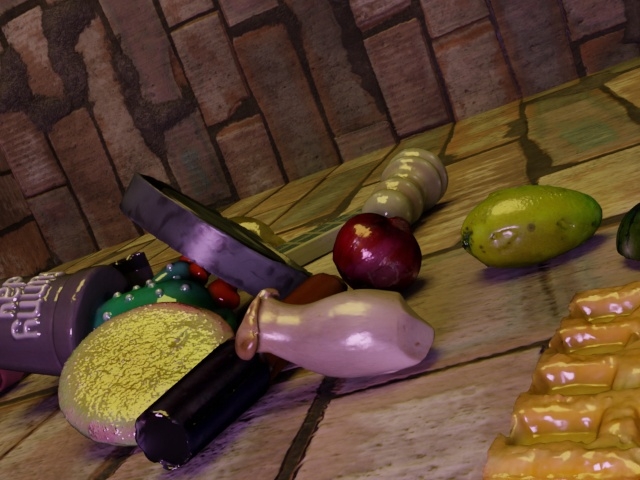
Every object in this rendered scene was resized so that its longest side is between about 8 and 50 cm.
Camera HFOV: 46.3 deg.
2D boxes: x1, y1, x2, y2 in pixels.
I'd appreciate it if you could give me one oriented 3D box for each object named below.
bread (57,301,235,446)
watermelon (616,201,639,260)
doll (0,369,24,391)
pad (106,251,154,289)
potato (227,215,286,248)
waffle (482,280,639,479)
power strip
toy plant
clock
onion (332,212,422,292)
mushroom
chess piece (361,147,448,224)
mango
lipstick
[{"bbox_3d":[-0.212,0.151,0.920,0.228,0.033,0.228,-6,36,5],"label":"bread"},{"bbox_3d":[0.370,-0.017,0.806,0.105,0.062,0.105,-19,15,5],"label":"watermelon"},{"bbox_3d":[-0.644,0.218,1.420,0.196,0.152,0.256,-33,13,10],"label":"doll"},{"bbox_3d":[-0.389,0.132,1.313,0.233,0.174,0.022,-22,30,-11],"label":"pad"},{"bbox_3d":[-0.161,0.003,1.574,0.149,0.120,0.081,-25,6,34],"label":"potato"},{"bbox_3d":[0.231,0.099,0.507,0.168,0.057,0.274,-14,13,35],"label":"waffle"},{"bbox_3d":[0.000,0.000,1.526,0.367,0.043,0.106,-26,12,-26],"label":"power strip"},{"bbox_3d":[-0.311,0.129,1.129,0.400,0.185,0.279,-2,7,14],"label":"toy plant"},{"bbox_3d":[-0.163,-0.001,1.178,0.067,0.325,0.325,-59,12,1],"label":"clock"},{"bbox_3d":[0.080,0.019,1.047,0.131,0.131,0.131,-21,10,4],"label":"onion"},{"bbox_3d":[0.013,0.095,0.794,0.212,0.097,0.088,3,-18,16],"label":"mushroom"},{"bbox_3d":[0.154,-0.078,1.444,0.133,0.133,0.243,-15,19,31],"label":"chess piece"},{"bbox_3d":[0.265,-0.022,0.948,0.178,0.100,0.119,-12,9,7],"label":"mango"},{"bbox_3d":[-0.067,0.131,0.898,0.077,0.077,0.418,-16,10,30],"label":"lipstick"}]
